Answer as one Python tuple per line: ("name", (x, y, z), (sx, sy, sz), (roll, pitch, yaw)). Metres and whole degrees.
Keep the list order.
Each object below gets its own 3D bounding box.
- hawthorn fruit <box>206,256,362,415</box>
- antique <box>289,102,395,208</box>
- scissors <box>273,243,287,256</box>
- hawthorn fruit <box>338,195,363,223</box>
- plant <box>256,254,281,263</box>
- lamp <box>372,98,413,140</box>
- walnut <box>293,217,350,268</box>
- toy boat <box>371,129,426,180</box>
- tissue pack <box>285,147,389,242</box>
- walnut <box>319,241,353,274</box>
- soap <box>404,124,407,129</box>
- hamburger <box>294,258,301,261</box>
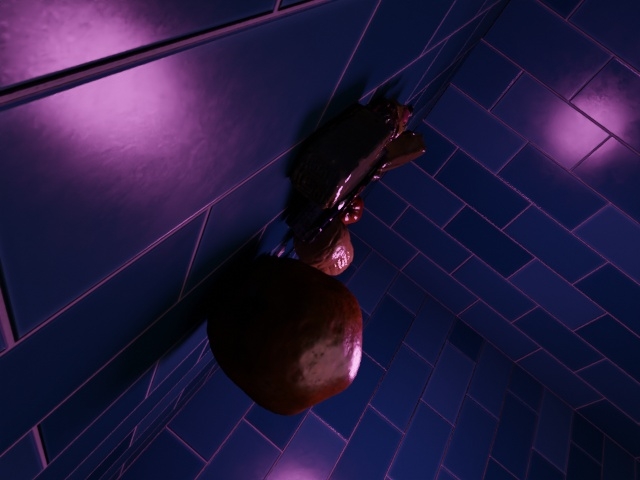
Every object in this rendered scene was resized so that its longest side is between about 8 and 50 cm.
("hawthorn fruit", (-0.106, 0.250, 1.291), (0.471, 0.472, 0.472), (-51, 175, -6))
("antique", (0.065, -0.218, 1.057), (0.284, 0.125, 0.150), (-48, 175, -35))
("scissors", (-0.191, 0.084, 1.649), (0.189, 0.015, 0.100), (-47, 177, -29))
("hawthorn fruit", (0.116, -0.155, 2.025), (0.162, 0.163, 0.203), (-52, -174, 6))
("plant", (-0.167, 0.086, 1.513), (0.174, 0.085, 0.087), (-53, 154, -84))
("lamp", (0.209, -0.378, 1.355), (0.118, 0.118, 0.253), (-55, 178, 37))
("walnut", (0.000, 0.000, 1.686), (0.228, 0.228, 0.228), (-51, 175, -6))
("toy boat", (0.232, -0.293, 1.518), (0.162, 0.135, 0.445), (-17, -174, 39))
("tissue pack", (0.043, -0.140, 1.269), (0.245, 0.123, 0.332), (-46, -177, -26))
("walnut", (0.037, 0.031, 2.011), (0.225, 0.225, 0.260), (-46, 132, -48))
("soap", (0.196, -0.327, 1.733), (0.315, 0.091, 0.199), (-51, 174, -10))
("hamburger", (-0.142, 0.172, 1.951), (0.282, 0.245, 0.155), (0, 112, -33))
